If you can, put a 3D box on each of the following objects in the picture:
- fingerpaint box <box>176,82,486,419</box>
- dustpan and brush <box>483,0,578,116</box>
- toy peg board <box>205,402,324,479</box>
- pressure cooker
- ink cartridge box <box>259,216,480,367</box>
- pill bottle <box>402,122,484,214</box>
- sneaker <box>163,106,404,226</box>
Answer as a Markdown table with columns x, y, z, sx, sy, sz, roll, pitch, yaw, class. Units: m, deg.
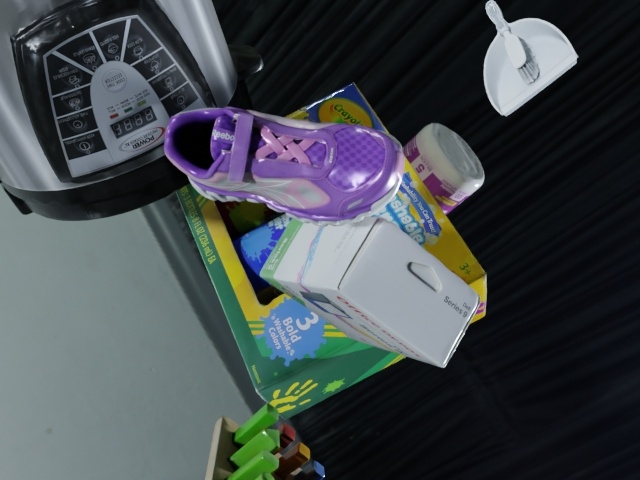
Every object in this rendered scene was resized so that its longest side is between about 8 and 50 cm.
| x | y | z | sx | sy | sz | roll | pitch | yaw | class |
| --- | --- | --- | --- | --- | --- | --- | --- | --- | --- |
| 0.000 | 0.000 | 1.102 | 0.445 | 0.371 | 0.163 | 62 | -2 | 32 | fingerpaint box |
| 0.316 | -0.324 | 1.089 | 0.060 | 0.147 | 0.211 | 29 | 38 | -32 | dustpan and brush |
| -0.044 | 0.282 | 0.758 | 0.160 | 0.079 | 0.161 | 41 | 20 | -19 | toy peg board |
| -0.298 | -0.232 | 0.886 | 0.376 | 0.369 | 0.421 | -65 | 149 | -42 | pressure cooker |
| 0.047 | 0.049 | 0.736 | 0.154 | 0.212 | 0.093 | 37 | 74 | -22 | ink cartridge box |
| 0.186 | -0.094 | 1.418 | 0.169 | 0.301 | 0.169 | 30 | 37 | -25 | pill bottle |
| -0.045 | -0.075 | 0.594 | 0.104 | 0.236 | 0.095 | 33 | 67 | -62 | sneaker |
